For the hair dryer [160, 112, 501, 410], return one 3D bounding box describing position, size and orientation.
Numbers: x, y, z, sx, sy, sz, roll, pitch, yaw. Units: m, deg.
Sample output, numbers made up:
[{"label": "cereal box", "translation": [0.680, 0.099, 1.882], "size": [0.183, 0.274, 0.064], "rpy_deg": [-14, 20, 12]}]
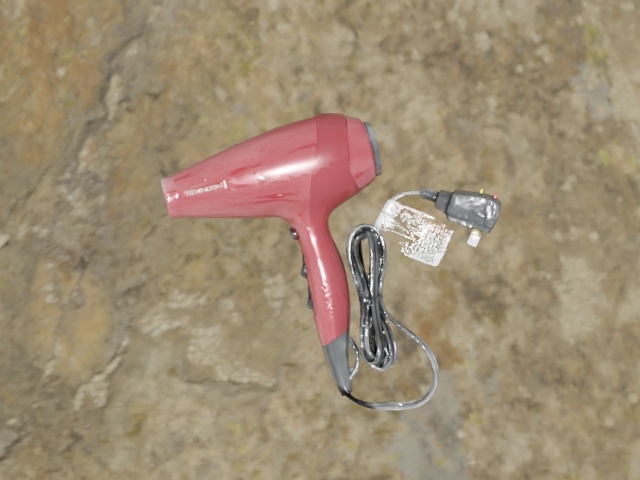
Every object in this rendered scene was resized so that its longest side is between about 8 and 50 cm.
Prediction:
[{"label": "hair dryer", "translation": [0.000, 0.000, 1.046], "size": [0.294, 0.080, 0.223], "rpy_deg": [25, 81, -1]}]
